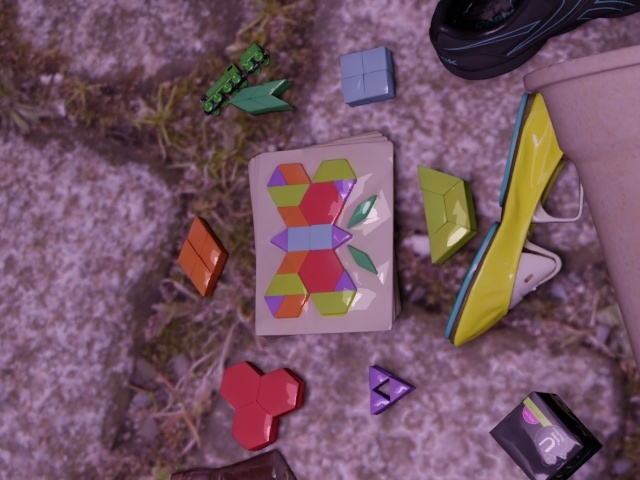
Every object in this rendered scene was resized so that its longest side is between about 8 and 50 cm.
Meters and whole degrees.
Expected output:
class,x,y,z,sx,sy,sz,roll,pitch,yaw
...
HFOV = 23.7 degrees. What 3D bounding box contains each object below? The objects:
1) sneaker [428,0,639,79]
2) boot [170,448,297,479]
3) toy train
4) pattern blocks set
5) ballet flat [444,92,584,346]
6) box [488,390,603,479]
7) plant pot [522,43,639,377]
class,x,y,z,sx,sy,sz,roll,pitch,yaw
sneaker,0.207,-0.223,1.267,0.267,0.106,0.101,-34,71,13
boot,-0.074,0.246,1.356,0.114,0.037,0.106,-13,77,15
toy train,-0.081,-0.150,1.418,0.083,0.017,0.023,-43,61,11
pattern blocks set,0.000,0.000,1.349,0.285,0.026,0.324,-20,73,22
ballet flat,0.173,-0.012,1.273,0.077,0.077,0.231,19,89,10
box,0.184,0.161,1.238,0.052,0.083,0.062,-45,70,11
plant pot,0.333,0.003,1.097,0.334,0.334,0.305,-8,92,20
